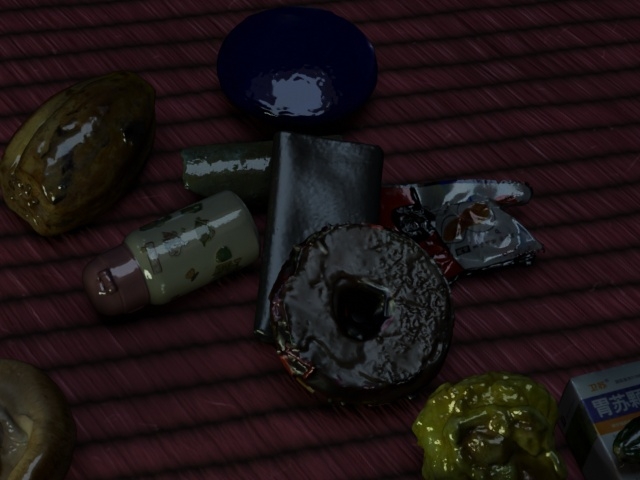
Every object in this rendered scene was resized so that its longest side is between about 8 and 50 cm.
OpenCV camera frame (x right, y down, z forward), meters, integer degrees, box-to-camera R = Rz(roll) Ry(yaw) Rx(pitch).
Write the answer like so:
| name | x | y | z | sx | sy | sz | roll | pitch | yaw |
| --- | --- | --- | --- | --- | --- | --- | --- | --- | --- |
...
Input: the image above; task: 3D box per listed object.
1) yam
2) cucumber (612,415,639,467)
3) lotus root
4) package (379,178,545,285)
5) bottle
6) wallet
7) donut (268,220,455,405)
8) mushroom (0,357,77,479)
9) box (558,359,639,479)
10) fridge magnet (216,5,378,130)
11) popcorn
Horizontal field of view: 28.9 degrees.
| name | x | y | z | sx | sy | sz | roll | pitch | yaw |
| --- | --- | --- | --- | --- | --- | --- | --- | --- | --- |
| yam | -0.084 | -0.104 | 1.902 | 0.259 | 0.106 | 0.106 | -6 | 53 | -8 |
| cucumber | 0.474 | 0.224 | 1.564 | 0.265 | 0.077 | 0.077 | -20 | 56 | -17 |
| lotus root | -0.355 | -0.150 | 1.877 | 0.193 | 0.193 | 0.291 | 29 | 56 | 18 |
| package | 0.198 | -0.017 | 1.880 | 0.269 | 0.071 | 0.194 | -10 | 50 | 5 |
| bottle | -0.219 | 0.026 | 1.784 | 0.253 | 0.120 | 0.120 | -24 | 57 | -20 |
| wallet | 0.000 | 0.000 | 1.806 | 0.170 | 0.044 | 0.321 | 8 | 72 | -10 |
| donut | 0.055 | 0.104 | 1.709 | 0.270 | 0.103 | 0.269 | 3 | 71 | -9 |
| mushroom | -0.442 | 0.267 | 1.566 | 0.278 | 0.146 | 0.278 | -4 | 45 | 4 |
| box | 0.462 | 0.302 | 1.615 | 0.200 | 0.106 | 0.299 | -12 | 52 | -13 |
| fridge magnet | -0.038 | -0.281 | 2.036 | 0.265 | 0.112 | 0.265 | 1 | 52 | -1 |
| popcorn | 0.215 | 0.263 | 1.583 | 0.197 | 0.197 | 0.155 | 9 | 23 | 4 |
